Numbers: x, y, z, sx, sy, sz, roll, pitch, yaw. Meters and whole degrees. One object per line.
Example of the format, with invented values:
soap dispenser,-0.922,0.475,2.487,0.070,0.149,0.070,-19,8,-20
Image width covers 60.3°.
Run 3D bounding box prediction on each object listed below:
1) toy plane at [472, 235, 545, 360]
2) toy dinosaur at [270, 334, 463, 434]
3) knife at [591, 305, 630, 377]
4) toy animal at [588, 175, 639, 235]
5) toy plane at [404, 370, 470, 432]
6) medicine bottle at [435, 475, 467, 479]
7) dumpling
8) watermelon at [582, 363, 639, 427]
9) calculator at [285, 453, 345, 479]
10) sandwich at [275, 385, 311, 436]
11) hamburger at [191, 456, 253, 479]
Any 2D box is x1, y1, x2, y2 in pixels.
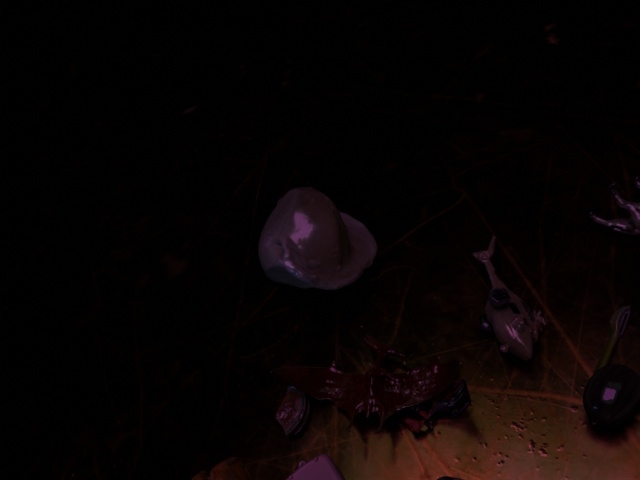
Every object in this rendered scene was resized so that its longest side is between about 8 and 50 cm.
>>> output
toy plane,0.350,0.107,1.051,0.108,0.092,0.287,-3,41,-8
toy dinosaur,0.094,0.242,0.983,0.327,0.113,0.206,12,50,47
knife,0.499,0.175,0.948,0.026,0.022,0.184,30,60,15
toy animal,0.670,-0.064,1.082,0.216,0.073,0.176,-33,56,-3
toy plane,0.211,0.284,0.965,0.145,0.037,0.060,-38,38,-17
medicine bottle,0.268,0.415,0.701,0.273,0.165,0.165,2,47,28
dumpling,-0.023,-0.010,1.262,0.269,0.212,0.321,-4,55,18
watermelon,0.455,0.243,0.857,0.078,0.078,0.111,23,60,41
calculator,0.005,0.434,0.910,0.100,0.032,0.175,-32,41,-9
sandwich,-0.053,0.327,1.057,0.069,0.026,0.101,0,47,25
hamburger,-0.129,0.446,0.836,0.108,0.214,0.214,-22,40,-3
